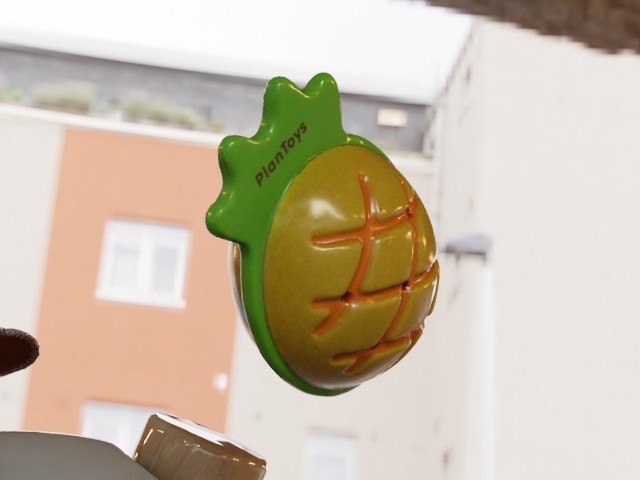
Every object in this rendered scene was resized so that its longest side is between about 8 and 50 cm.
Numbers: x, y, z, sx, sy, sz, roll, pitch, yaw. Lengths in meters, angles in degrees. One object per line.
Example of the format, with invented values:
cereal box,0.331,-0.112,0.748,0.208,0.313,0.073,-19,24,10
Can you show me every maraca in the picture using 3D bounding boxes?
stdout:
maraca,0.000,0.000,0.951,0.099,0.127,0.185,11,-36,36

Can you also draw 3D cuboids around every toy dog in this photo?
toy dog,-0.178,0.156,1.077,0.334,0.220,0.161,3,3,-21
